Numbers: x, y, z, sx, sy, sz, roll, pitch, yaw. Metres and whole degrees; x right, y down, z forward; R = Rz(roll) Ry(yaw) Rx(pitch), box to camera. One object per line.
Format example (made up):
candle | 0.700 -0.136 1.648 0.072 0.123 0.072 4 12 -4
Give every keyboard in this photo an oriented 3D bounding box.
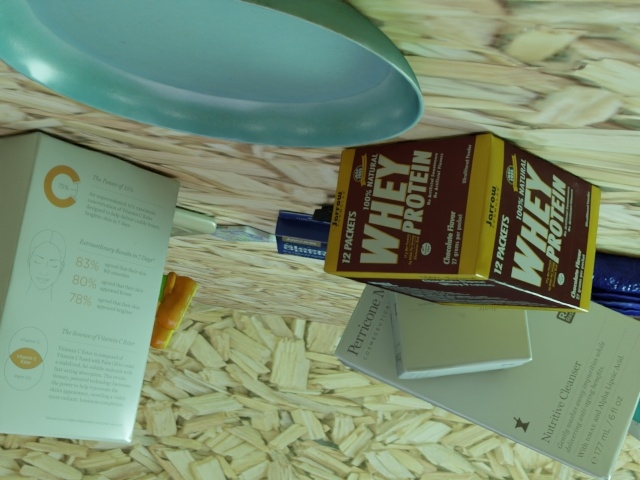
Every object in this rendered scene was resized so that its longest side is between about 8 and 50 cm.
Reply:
keyboard | 0.065 -0.036 1.191 0.108 0.023 0.180 8 172 -40

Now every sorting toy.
sorting toy | -0.295 -0.039 1.487 0.193 0.038 0.208 16 164 -36

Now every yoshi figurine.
yoshi figurine | -0.405 0.073 1.556 0.362 0.203 0.203 28 -171 -8

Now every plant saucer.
plant saucer | -0.080 -0.133 0.675 0.317 0.044 0.317 9 170 2

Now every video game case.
video game case | -0.141 -0.011 1.566 0.122 0.011 0.087 1 168 38

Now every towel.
towel | 0.486 0.086 1.350 0.308 0.076 0.227 10 170 -4

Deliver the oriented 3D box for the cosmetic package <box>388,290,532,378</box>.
cosmetic package | 0.162 0.070 1.143 0.151 0.184 0.151 -5 168 1

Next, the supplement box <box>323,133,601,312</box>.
supplement box | 0.142 -0.010 0.931 0.194 0.129 0.191 17 168 -42

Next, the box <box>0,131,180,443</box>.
box | -0.337 0.064 1.168 0.168 0.345 0.215 1 167 44

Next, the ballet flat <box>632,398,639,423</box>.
ballet flat | 0.442 0.158 1.453 0.139 0.139 0.400 19 -171 -46

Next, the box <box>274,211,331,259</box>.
box | 0.000 0.000 1.428 0.136 0.036 0.225 9 170 0

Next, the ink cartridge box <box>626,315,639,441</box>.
ink cartridge box | 0.573 0.227 1.583 0.117 0.201 0.278 12 -178 0

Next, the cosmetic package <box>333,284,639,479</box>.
cosmetic package | 0.235 0.148 1.280 0.385 0.217 0.156 22 173 9
